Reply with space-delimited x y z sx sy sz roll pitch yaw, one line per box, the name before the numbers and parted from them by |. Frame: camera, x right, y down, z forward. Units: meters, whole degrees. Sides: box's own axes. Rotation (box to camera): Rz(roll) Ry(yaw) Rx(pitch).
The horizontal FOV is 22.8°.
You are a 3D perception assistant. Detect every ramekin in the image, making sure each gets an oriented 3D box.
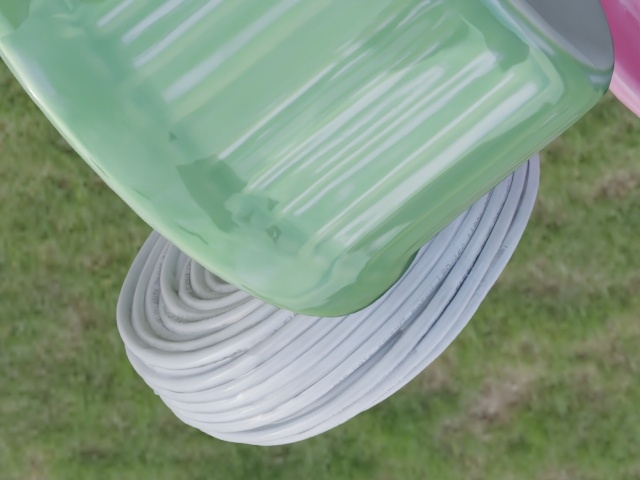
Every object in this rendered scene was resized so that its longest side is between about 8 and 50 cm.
ramekin | -0.011 -0.134 0.660 0.148 0.303 0.303 -35 134 21

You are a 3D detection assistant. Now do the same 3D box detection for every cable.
cable | 0.000 0.000 0.910 0.257 0.257 0.089 -49 114 -9

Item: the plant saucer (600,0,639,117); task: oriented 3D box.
plant saucer | 0.300 -0.164 0.930 0.332 0.084 0.332 20 145 15
